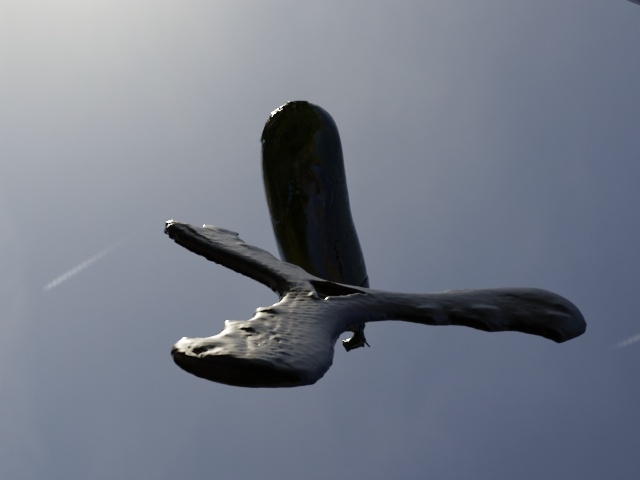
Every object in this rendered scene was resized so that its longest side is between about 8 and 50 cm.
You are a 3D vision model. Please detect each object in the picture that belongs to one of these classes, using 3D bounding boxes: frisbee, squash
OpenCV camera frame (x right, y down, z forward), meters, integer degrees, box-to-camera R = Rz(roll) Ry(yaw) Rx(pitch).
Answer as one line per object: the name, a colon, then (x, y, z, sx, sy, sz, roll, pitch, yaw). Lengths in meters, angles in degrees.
frisbee: (-0.009, 0.019, 0.475, 0.187, 0.211, 0.012, 22, -70, 40)
squash: (-0.001, -0.001, 1.066, 0.087, 0.331, 0.087, -8, -134, 8)

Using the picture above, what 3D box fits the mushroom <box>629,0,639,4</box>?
mushroom: (0.125, -0.181, 0.320, 0.345, 0.345, 0.259, 4, -125, 50)
